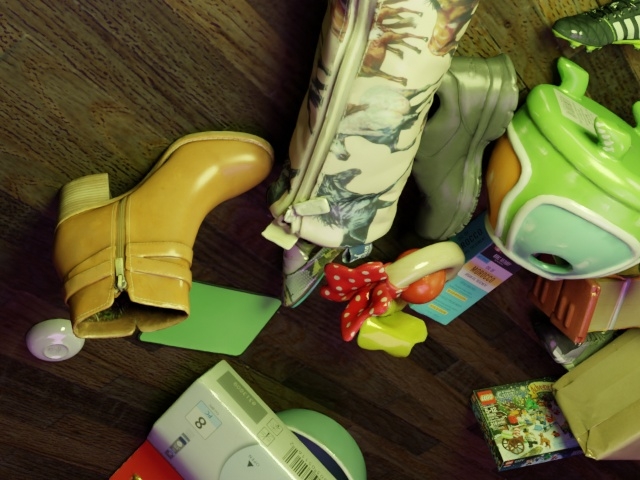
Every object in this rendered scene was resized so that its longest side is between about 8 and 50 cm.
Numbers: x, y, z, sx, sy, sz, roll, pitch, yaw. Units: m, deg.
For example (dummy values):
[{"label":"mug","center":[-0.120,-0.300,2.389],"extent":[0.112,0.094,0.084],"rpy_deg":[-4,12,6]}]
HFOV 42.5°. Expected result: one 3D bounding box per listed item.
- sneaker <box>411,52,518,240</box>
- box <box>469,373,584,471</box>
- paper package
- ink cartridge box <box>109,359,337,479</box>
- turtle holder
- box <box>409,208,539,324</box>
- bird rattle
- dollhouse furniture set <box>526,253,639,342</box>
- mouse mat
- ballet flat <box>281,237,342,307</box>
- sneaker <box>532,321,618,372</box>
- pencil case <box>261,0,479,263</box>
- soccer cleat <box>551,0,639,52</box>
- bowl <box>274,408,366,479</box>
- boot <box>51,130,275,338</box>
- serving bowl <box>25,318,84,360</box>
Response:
[{"label":"sneaker","center":[0.153,-0.120,1.071],"extent":[0.130,0.109,0.286],"rpy_deg":[4,129,-11]},{"label":"box","center":[0.433,0.356,1.636],"extent":[0.233,0.159,0.044],"rpy_deg":[-8,140,-14]},{"label":"paper package","center":[0.654,0.269,1.539],"extent":[0.324,0.168,0.309],"rpy_deg":[16,130,-44]},{"label":"ink cartridge box","center":[-0.184,0.432,1.387],"extent":[0.385,0.308,0.091],"rpy_deg":[-47,175,27]},{"label":"turtle holder","center":[0.362,-0.064,1.089],"extent":[0.320,0.243,0.227],"rpy_deg":[11,128,-36]},{"label":"box","center":[0.248,0.028,1.283],"extent":[0.244,0.060,0.100],"rpy_deg":[-41,135,23]},{"label":"bird rattle","center":[0.106,0.057,1.172],"extent":[0.206,0.143,0.253],"rpy_deg":[-30,154,0]},{"label":"dollhouse furniture set","center":[0.486,-0.034,1.276],"extent":[0.201,0.152,0.374],"rpy_deg":[-1,118,-20]},{"label":"mouse mat","center":[-0.167,0.121,1.264],"extent":[0.189,0.007,0.153],"rpy_deg":[14,129,-34]},{"label":"ballet flat","center":[0.000,0.000,1.157],"extent":[0.079,0.077,0.221],"rpy_deg":[37,111,-24]},{"label":"sneaker","center":[0.480,0.169,1.522],"extent":[0.132,0.086,0.228],"rpy_deg":[-37,147,12]},{"label":"pencil case","center":[0.050,-0.166,0.905],"extent":[0.159,0.183,0.410],"rpy_deg":[28,134,11]},{"label":"soccer cleat","center":[0.361,-0.272,1.010],"extent":[0.178,0.060,0.072],"rpy_deg":[-6,128,-25]},{"label":"bowl","center":[-0.040,0.426,1.465],"extent":[0.311,0.311,0.163],"rpy_deg":[-48,174,28]},{"label":"boot","center":[-0.171,-0.009,0.956],"extent":[0.283,0.220,0.109],"rpy_deg":[-13,138,-8]},{"label":"serving bowl","center":[-0.384,0.150,1.195],"extent":[0.083,0.027,0.083],"rpy_deg":[-10,138,-10]}]
